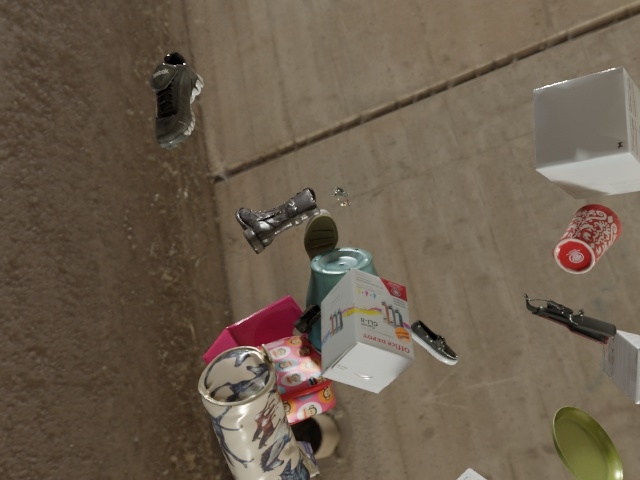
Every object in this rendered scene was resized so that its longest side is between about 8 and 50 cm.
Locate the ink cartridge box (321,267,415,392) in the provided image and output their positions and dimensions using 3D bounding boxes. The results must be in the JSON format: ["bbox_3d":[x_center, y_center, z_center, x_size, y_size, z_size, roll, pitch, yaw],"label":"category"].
[{"bbox_3d":[0.084,0.169,1.203,0.128,0.127,0.176,21,42,-21],"label":"ink cartridge box"}]

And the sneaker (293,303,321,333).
[{"bbox_3d":[-0.028,0.218,1.812,0.051,0.089,0.170,44,1,9],"label":"sneaker"}]

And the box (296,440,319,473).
[{"bbox_3d":[-0.079,0.669,1.964,0.178,0.042,0.109,30,32,-53],"label":"box"}]

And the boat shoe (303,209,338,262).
[{"bbox_3d":[0.000,0.000,2.073,0.302,0.113,0.103,89,-6,-48],"label":"boat shoe"}]

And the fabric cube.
[{"bbox_3d":[-0.174,0.371,2.055,0.258,0.259,0.254,-25,75,-38],"label":"fabric cube"}]

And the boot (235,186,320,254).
[{"bbox_3d":[-0.113,-0.075,1.817,0.091,0.229,0.263,56,0,-31],"label":"boot"}]

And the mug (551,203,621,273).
[{"bbox_3d":[0.611,0.014,1.498,0.169,0.113,0.150,-36,151,-44],"label":"mug"}]

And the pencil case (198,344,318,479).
[{"bbox_3d":[-0.134,0.421,1.421,0.160,0.184,0.410,29,-38,45],"label":"pencil case"}]

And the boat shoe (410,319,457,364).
[{"bbox_3d":[0.272,0.242,1.522,0.142,0.040,0.049,36,28,-2],"label":"boat shoe"}]

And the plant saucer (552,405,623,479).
[{"bbox_3d":[0.709,0.564,1.728,0.241,0.037,0.240,22,41,-20],"label":"plant saucer"}]

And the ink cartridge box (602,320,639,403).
[{"bbox_3d":[0.978,0.381,2.051,0.232,0.066,0.188,-81,167,-75],"label":"ink cartridge box"}]

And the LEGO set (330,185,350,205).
[{"bbox_3d":[0.059,-0.126,1.754,0.083,0.054,0.023,47,-40,37],"label":"LEGO set"}]

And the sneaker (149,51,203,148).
[{"bbox_3d":[-0.281,-0.270,1.197,0.106,0.078,0.234,62,22,-43],"label":"sneaker"}]

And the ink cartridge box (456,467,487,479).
[{"bbox_3d":[0.321,0.512,0.978,0.211,0.121,0.289,54,-15,-18],"label":"ink cartridge box"}]

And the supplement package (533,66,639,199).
[{"bbox_3d":[0.633,-0.231,1.466,0.263,0.199,0.197,18,70,-48],"label":"supplement package"}]

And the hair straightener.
[{"bbox_3d":[0.598,0.174,1.538,0.047,0.231,0.089,-59,171,-35],"label":"hair straightener"}]

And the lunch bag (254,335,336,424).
[{"bbox_3d":[-0.114,0.384,1.740,0.293,0.258,0.120,-137,-146,-66],"label":"lunch bag"}]

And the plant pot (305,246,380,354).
[{"bbox_3d":[0.076,0.167,1.915,0.271,0.272,0.255,-64,149,-63],"label":"plant pot"}]
